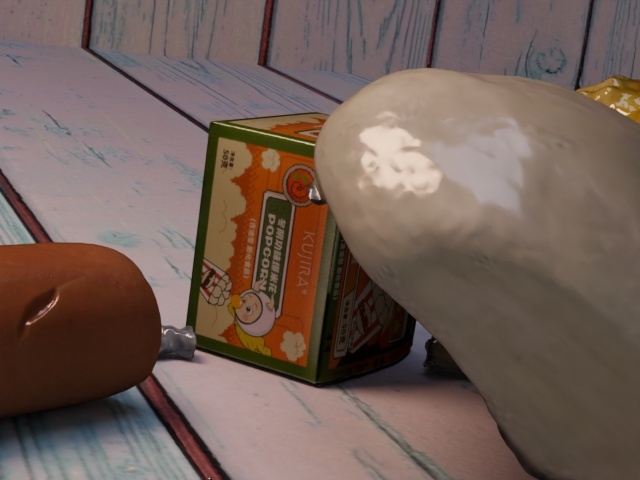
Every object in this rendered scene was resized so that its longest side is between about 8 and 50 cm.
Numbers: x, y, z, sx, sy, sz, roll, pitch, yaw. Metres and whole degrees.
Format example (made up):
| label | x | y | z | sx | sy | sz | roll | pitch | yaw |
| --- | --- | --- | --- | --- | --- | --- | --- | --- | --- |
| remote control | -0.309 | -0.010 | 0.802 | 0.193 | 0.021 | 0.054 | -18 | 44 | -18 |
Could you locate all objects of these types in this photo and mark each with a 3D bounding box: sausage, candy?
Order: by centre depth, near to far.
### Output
| label | x | y | z | sx | sy | sz | roll | pitch | yaw |
| --- | --- | --- | --- | --- | --- | --- | --- | --- | --- |
| sausage | -0.249 | 0.066 | 1.048 | 0.121 | 0.121 | 0.304 | 19 | 15 | 40 |
| candy | 0.200 | 0.004 | 1.159 | 0.386 | 0.186 | 0.427 | 46 | 23 | 9 |

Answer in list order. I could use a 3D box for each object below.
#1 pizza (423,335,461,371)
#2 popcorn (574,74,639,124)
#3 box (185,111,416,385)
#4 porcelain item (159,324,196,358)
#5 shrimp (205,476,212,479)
| label | x | y | z | sx | sy | sz | roll | pitch | yaw |
| --- | --- | --- | --- | --- | --- | --- | --- | --- | --- |
| pizza | 0.170 | 0.071 | 1.364 | 0.195 | 0.185 | 0.052 | -24 | -12 | -20 |
| popcorn | 0.347 | -0.082 | 1.795 | 0.265 | 0.225 | 0.332 | 11 | 21 | 40 |
| box | 0.000 | 0.000 | 1.328 | 0.148 | 0.195 | 0.177 | 15 | 13 | 28 |
| porcelain item | -0.144 | 0.081 | 1.265 | 0.083 | 0.028 | 0.036 | 3 | -3 | -14 |
| shrimp | 0.009 | 0.187 | 0.859 | 0.223 | 0.047 | 0.126 | 19 | 26 | 35 |
